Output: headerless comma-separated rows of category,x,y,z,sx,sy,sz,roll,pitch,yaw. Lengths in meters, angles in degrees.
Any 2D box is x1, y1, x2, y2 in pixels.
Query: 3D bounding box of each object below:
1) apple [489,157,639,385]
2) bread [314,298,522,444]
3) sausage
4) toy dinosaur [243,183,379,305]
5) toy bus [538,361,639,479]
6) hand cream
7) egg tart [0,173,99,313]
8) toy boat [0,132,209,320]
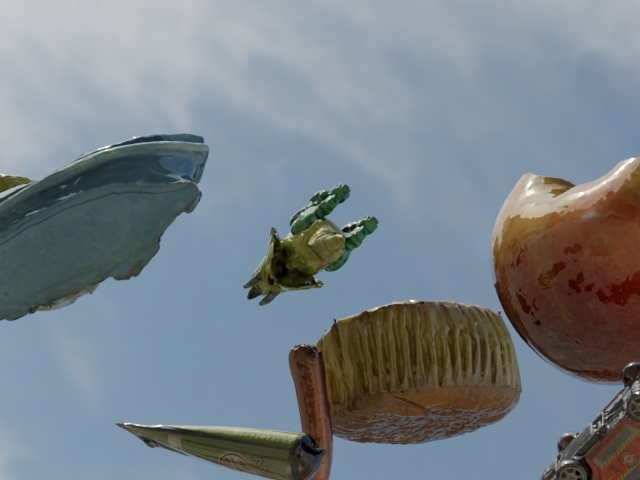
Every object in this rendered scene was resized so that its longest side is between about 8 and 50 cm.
apple,0.293,0.056,1.760,0.293,0.163,0.251,-7,-50,51
bread,0.118,0.166,2.169,0.227,0.253,0.142,-28,-114,45
sausage,-0.011,0.209,2.063,0.040,0.047,0.176,-3,-86,42
toy dinosaur,0.000,0.000,2.052,0.094,0.153,0.259,46,-24,-7
toy bus,0.257,0.171,1.479,0.077,0.065,0.192,37,-69,-9
hand cream,-0.103,0.226,1.891,0.235,0.055,0.086,4,-23,26
egg tart,-0.342,0.016,1.926,0.197,0.078,0.197,11,-49,13
toy boat,-0.196,-0.021,1.425,0.098,0.238,0.109,-110,174,-57
